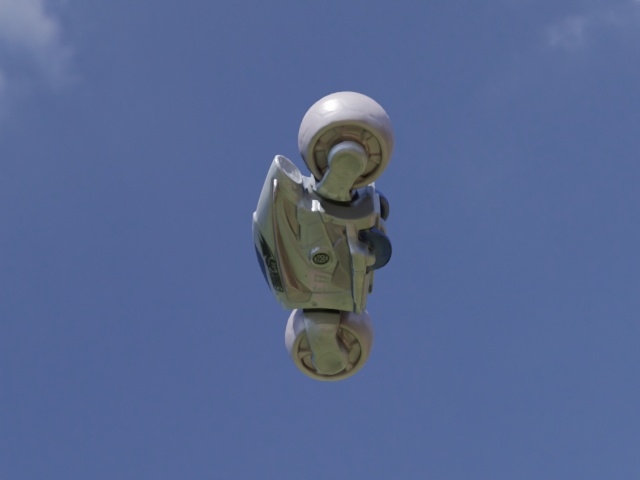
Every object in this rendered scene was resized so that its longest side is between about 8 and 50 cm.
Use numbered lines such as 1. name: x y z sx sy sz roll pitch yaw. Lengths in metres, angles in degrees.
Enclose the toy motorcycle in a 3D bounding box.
1. toy motorcycle: 0.000 0.000 1.259 0.112 0.112 0.254 -6 -55 -18
